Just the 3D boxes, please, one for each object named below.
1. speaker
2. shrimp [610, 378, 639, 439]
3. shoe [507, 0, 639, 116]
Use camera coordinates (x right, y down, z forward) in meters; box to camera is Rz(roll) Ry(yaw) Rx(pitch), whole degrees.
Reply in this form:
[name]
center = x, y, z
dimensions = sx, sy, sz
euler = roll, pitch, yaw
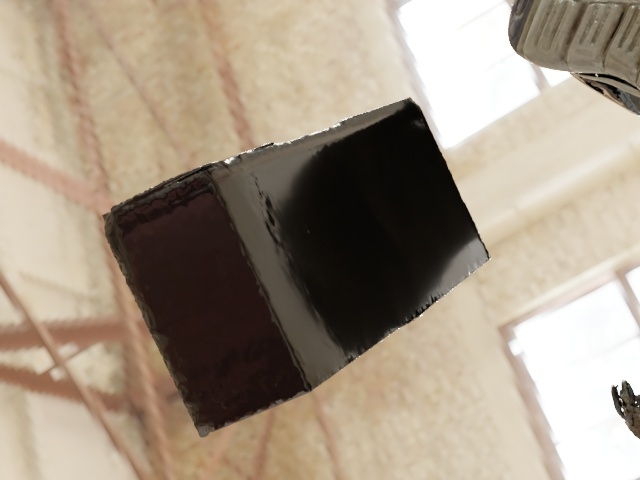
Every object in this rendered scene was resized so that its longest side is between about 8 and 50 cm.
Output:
[speaker]
center = 0.000, 0.000, 0.665
dimensions = 0.082, 0.044, 0.218
euler = 64, -157, -2
[shrimp]
center = 0.253, 0.092, 1.215
dimensions = 0.174, 0.076, 0.082
euler = -25, -139, -36
[shoe]
center = 0.194, -0.097, 0.909
dimensions = 0.106, 0.091, 0.207
euler = 12, -169, -44
